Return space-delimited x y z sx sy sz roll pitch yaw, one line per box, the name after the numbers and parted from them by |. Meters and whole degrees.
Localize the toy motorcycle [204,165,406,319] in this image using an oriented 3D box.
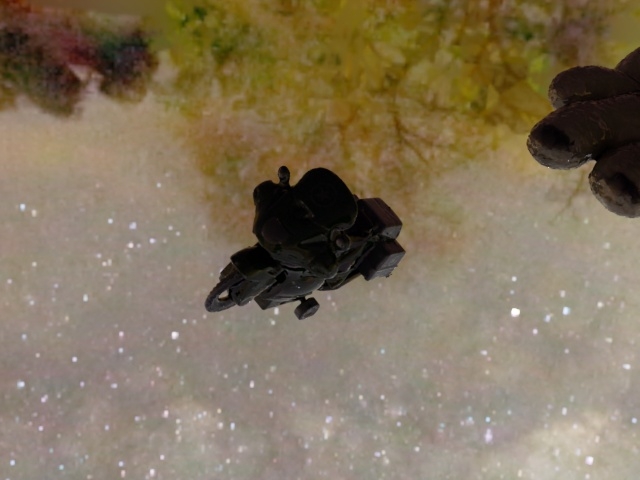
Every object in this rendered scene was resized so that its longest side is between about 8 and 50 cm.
0.000 0.000 0.921 0.125 0.187 0.274 51 -150 18 | toy motorcycle

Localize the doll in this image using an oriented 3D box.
0.298 -0.097 0.807 0.278 0.175 0.149 -25 179 -41 | doll
